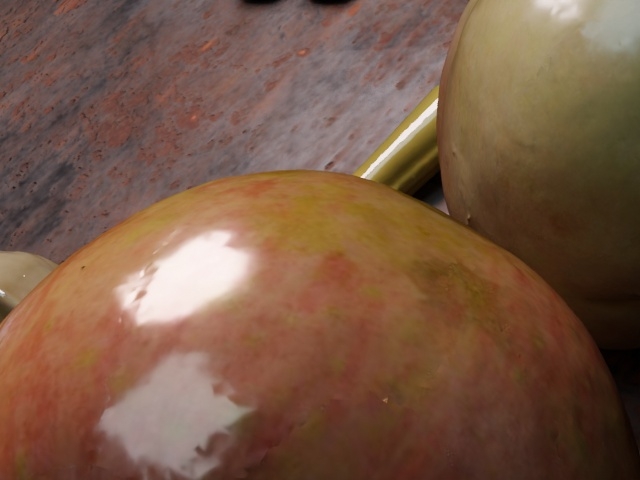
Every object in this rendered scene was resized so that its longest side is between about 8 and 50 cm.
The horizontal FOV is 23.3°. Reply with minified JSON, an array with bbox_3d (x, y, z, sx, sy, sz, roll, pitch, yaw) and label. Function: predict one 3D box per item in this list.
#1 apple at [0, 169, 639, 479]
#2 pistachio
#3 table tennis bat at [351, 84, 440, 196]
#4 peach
[{"bbox_3d":[-0.018,0.137,0.789,0.364,0.364,0.364,-19,41,17],"label":"apple"},{"bbox_3d":[-0.250,0.057,1.214,0.149,0.113,0.113,12,56,47],"label":"pistachio"},{"bbox_3d":[0.000,0.000,1.152,0.321,0.050,0.198,-43,41,-7],"label":"table tennis bat"},{"bbox_3d":[0.189,-0.078,0.939,0.292,0.247,0.292,-44,31,36],"label":"peach"}]
